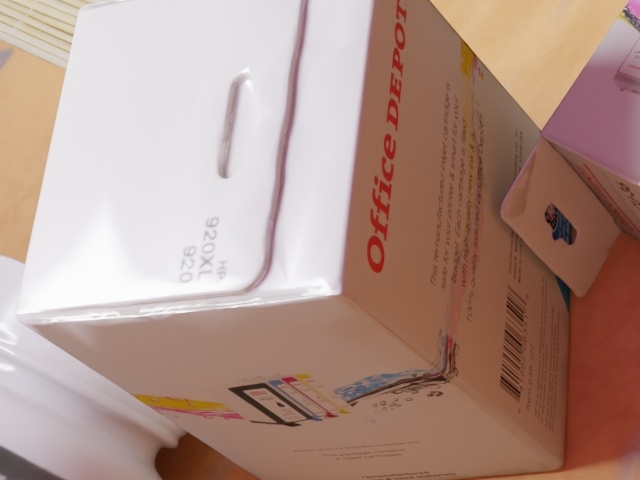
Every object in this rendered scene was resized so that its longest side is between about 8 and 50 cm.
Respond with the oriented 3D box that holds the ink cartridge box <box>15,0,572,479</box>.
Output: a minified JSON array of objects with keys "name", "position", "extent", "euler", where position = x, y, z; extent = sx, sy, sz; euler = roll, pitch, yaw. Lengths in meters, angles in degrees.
[{"name":"ink cartridge box","position":[0.000,0.000,0.901],"extent":[0.168,0.232,0.171],"euler":[-8,61,28]}]

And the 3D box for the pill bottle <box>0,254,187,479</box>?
[{"name":"pill bottle","position":[-0.178,0.161,0.972],"extent":[0.161,0.161,0.283],"euler":[20,77,37]}]

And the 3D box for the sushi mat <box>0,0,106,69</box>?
[{"name":"sushi mat","position":[-0.164,-0.191,1.244],"extent":[0.316,0.019,0.151],"euler":[26,82,38]}]

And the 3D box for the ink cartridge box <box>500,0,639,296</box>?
[{"name":"ink cartridge box","position":[0.180,-0.061,0.900],"extent":[0.067,0.115,0.198],"euler":[31,85,39]}]
